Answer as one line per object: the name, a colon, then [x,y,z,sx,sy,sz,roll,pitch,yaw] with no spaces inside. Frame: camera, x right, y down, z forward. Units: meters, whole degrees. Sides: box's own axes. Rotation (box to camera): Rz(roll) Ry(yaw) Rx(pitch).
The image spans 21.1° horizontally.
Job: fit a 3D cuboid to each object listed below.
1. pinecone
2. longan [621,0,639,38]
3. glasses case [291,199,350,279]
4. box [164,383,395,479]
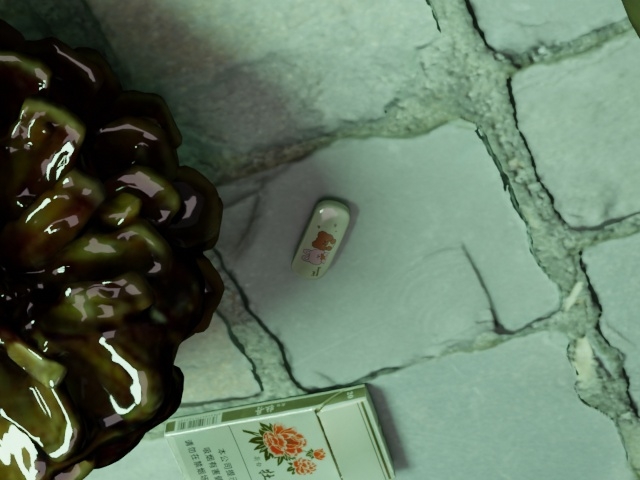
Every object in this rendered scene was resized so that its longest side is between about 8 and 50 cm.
pinecone: [-0.278,0.023,1.308,0.398,0.397,0.397,1,127,2]
longan: [0.333,-0.228,1.105,0.319,0.319,0.318,1,127,2]
glasses case: [0.000,0.000,1.468,0.032,0.021,0.083,16,126,-11]
box: [-0.038,0.197,1.616,0.198,0.029,0.109,-11,126,12]
